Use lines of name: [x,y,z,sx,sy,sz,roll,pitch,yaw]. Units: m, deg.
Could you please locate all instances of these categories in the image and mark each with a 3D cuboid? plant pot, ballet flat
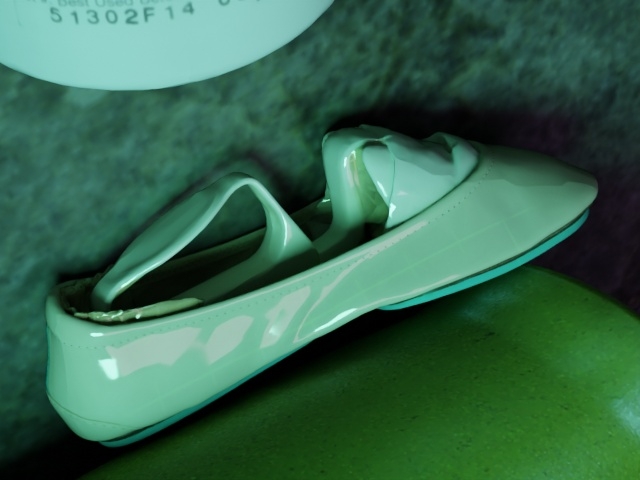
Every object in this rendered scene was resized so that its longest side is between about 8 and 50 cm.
plant pot: [0.021,0.202,0.734,0.353,0.366,0.366,-39,139,-18]
ballet flat: [0.000,0.000,0.734,0.248,0.086,0.086,-26,136,-16]

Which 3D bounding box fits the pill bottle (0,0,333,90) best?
pill bottle: [-0.061,-0.168,0.501,0.131,0.131,0.229,-24,135,-20]
